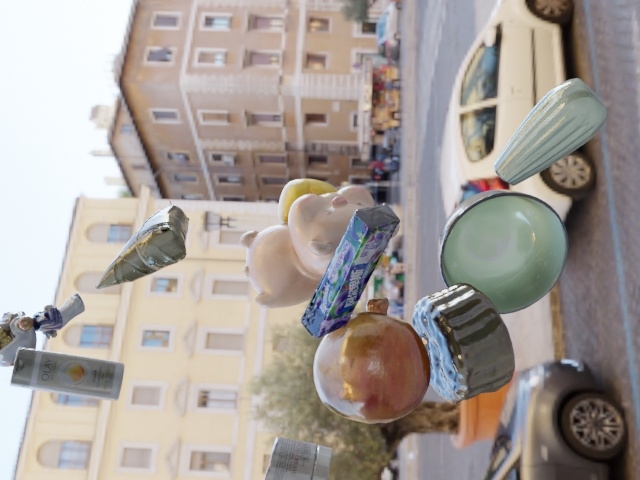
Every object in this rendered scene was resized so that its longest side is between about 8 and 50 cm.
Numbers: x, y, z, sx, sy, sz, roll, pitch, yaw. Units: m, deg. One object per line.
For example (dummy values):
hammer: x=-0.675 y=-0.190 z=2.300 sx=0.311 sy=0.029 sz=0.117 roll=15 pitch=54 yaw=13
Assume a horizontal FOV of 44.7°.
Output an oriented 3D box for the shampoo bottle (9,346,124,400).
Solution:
shampoo bottle: x=-0.545 y=0.289 z=1.684 sx=0.056 sy=0.227 sz=0.086 roll=136 pitch=143 yaw=-59

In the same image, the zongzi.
zongzi: x=-0.327 y=0.009 z=1.434 sx=0.081 sy=0.178 sz=0.189 roll=58 pitch=-173 yaw=-23

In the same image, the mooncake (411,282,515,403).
mooncake: x=0.337 y=0.255 z=1.921 sx=0.290 sy=0.161 sz=0.290 roll=161 pitch=90 yaw=-74

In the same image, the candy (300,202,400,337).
candy: x=0.053 y=0.061 z=1.456 sx=0.061 sy=0.088 sz=0.312 roll=48 pitch=135 yaw=25

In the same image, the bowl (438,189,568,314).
bowl: x=0.479 y=0.010 z=2.153 sx=0.185 sy=0.354 sz=0.354 roll=-111 pitch=21 yaw=-70

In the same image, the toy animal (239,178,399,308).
toy animal: x=-0.011 y=-0.019 z=1.739 sx=0.247 sy=0.345 sz=0.277 roll=144 pitch=107 yaw=-73

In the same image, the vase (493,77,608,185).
vase: x=0.465 y=-0.214 z=1.601 sx=0.248 sy=0.128 sz=0.128 roll=-44 pitch=18 yaw=23

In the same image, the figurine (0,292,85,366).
figurine: x=-0.738 y=0.227 z=1.984 sx=0.274 sy=0.194 sz=0.133 roll=-32 pitch=-80 yaw=-57

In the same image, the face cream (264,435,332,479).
face cream: x=-0.062 y=0.594 z=1.963 sx=0.177 sy=0.153 sz=0.177 roll=-167 pitch=90 yaw=-90

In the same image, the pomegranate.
pomegranate: x=0.113 y=0.255 z=1.674 sx=0.229 sy=0.252 sz=0.270 roll=-6 pitch=77 yaw=50
